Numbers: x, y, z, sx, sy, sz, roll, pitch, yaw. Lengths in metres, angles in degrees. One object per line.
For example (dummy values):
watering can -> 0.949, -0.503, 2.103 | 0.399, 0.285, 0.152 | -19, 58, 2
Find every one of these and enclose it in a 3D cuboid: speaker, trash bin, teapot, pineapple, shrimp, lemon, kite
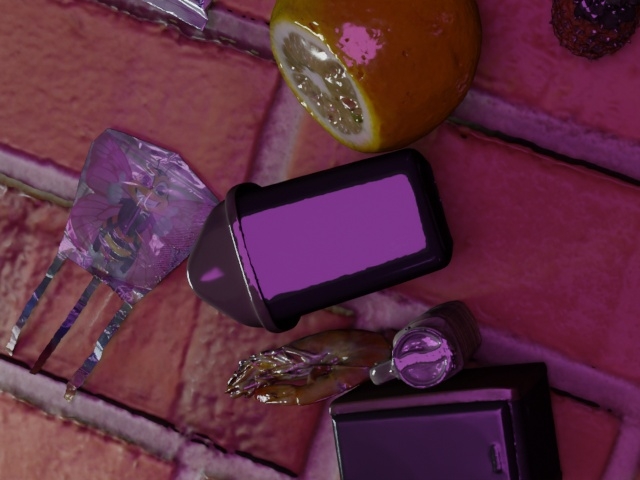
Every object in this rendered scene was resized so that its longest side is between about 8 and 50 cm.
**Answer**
speaker -> 0.145, 0.237, 1.619 | 0.231, 0.192, 0.153 | -8, 93, 20
trash bin -> 0.000, 0.000, 1.632 | 0.290, 0.209, 0.182 | -17, 89, 11
teapot -> 0.119, 0.125, 1.607 | 0.107, 0.200, 0.077 | -22, 89, 14
pineapple -> 0.311, -0.259, 1.526 | 0.108, 0.198, 0.108 | 0, 88, 1
shrimp -> -0.023, 0.166, 1.696 | 0.236, 0.133, 0.053 | -13, 125, 23
lemon -> 0.077, -0.234, 1.576 | 0.219, 0.240, 0.240 | -39, 82, -18
kite -> -0.280, 0.037, 1.807 | 0.204, 0.022, 0.360 | 33, 101, 11

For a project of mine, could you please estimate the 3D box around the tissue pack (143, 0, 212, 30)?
tissue pack -> -0.156, -0.373, 1.732 | 0.122, 0.026, 0.193 | 28, 99, 17
